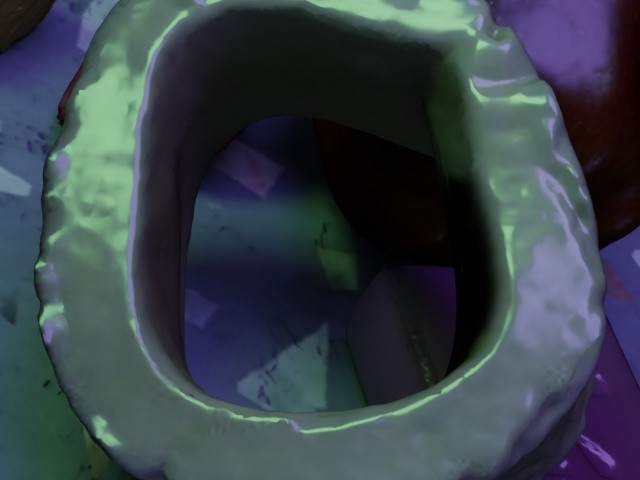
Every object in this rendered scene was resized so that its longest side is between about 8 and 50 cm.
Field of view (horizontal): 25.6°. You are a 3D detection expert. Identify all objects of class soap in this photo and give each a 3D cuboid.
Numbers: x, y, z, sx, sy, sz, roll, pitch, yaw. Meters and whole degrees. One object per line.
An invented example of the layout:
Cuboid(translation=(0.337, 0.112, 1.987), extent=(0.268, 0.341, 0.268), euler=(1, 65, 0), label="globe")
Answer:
Cuboid(translation=(0.133, 0.140, 0.894), extent=(0.181, 0.081, 0.259), euler=(8, 43, -25), label="soap")

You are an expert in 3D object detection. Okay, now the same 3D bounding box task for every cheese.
Cuboid(translation=(0.003, 0.001, 0.787), extent=(0.292, 0.153, 0.332), euler=(-7, 70, 3), label="cheese")

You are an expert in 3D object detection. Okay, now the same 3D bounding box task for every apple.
Cuboid(translation=(0.127, -0.129, 1.030), extent=(0.288, 0.288, 0.317), euler=(18, 52, -15), label="apple")

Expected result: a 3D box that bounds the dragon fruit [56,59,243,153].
Cuboid(translation=(-0.073, -0.176, 1.032), extent=(0.126, 0.274, 0.161), euler=(34, 5, -22), label="dragon fruit")

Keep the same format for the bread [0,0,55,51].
Cuboid(translation=(-0.238, -0.195, 1.013), extent=(0.082, 0.106, 0.125), euler=(37, 37, 9), label="bread")
